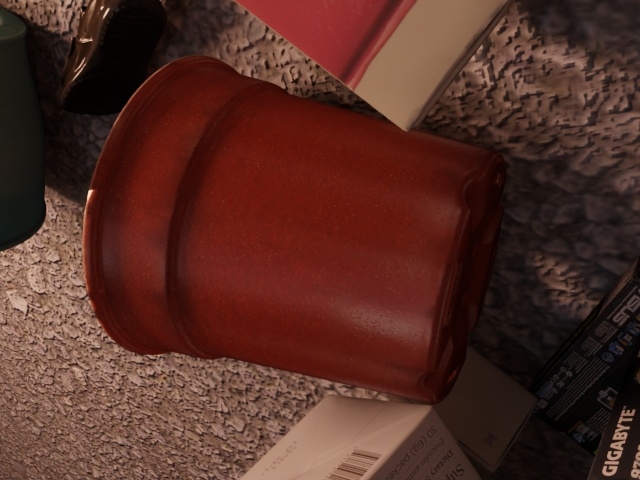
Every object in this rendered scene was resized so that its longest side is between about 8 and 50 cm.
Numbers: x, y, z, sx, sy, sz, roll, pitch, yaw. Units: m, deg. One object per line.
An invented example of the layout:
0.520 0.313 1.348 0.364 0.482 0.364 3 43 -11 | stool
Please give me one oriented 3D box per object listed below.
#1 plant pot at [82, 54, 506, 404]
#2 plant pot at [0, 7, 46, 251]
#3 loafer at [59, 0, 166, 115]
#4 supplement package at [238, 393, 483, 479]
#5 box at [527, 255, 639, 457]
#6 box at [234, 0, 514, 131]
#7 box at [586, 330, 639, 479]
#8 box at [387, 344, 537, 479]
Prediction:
0.000 0.000 0.578 0.265 0.272 0.272 14 127 21 | plant pot
-0.463 -0.154 0.833 0.272 0.272 0.255 28 119 20 | plant pot
-0.222 -0.208 0.737 0.220 0.080 0.078 -34 63 47 | loafer
0.069 0.301 0.584 0.293 0.177 0.175 56 152 -10 | supplement package
0.294 0.132 0.578 0.184 0.045 0.190 33 133 13 | box
0.021 -0.209 0.429 0.232 0.148 0.127 37 144 0 | box
0.269 0.192 0.481 0.051 0.175 0.220 -16 109 42 | box
0.109 0.220 0.717 0.113 0.094 0.275 38 144 16 | box
